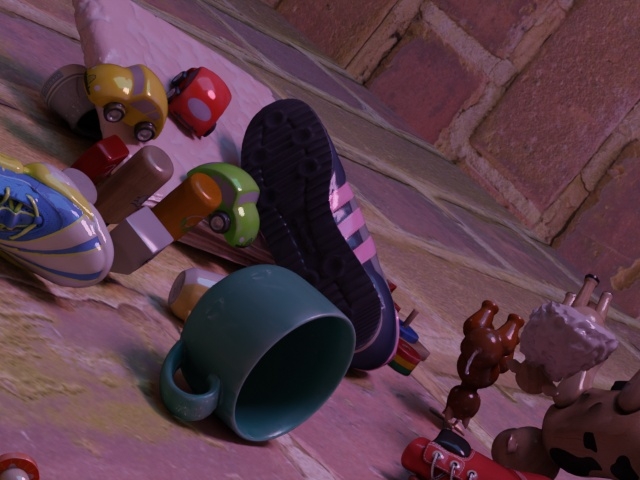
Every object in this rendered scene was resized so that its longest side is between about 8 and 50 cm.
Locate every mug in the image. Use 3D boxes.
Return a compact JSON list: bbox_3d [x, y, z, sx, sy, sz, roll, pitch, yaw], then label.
[{"bbox_3d":[-0.100,0.057,1.481,0.064,0.062,0.078,25,8,-20],"label":"mug"},{"bbox_3d":[-0.058,0.082,1.323,0.097,0.129,0.158,41,11,32],"label":"mug"}]

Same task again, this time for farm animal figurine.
[{"bbox_3d":[0.274,0.212,1.686,0.330,0.172,0.327,38,-26,-10],"label":"farm animal figurine"}]

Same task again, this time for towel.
[{"bbox_3d":[-0.134,-0.107,1.826,0.317,0.053,0.331,28,33,-44],"label":"towel"}]

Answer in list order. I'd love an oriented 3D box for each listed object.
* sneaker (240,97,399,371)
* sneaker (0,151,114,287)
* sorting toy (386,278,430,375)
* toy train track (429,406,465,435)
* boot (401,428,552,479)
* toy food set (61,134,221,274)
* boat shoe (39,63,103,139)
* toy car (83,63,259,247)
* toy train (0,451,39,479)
[{"bbox_3d":[0.000,0.000,1.763,0.131,0.112,0.319,50,21,-60],"label":"sneaker"},{"bbox_3d":[-0.277,-0.029,1.270,0.240,0.091,0.126,38,29,-1],"label":"sneaker"},{"bbox_3d":[0.060,0.068,1.962,0.132,0.046,0.274,25,16,-49],"label":"sorting toy"},{"bbox_3d":[0.141,0.196,1.776,0.048,0.014,0.083,37,12,-3],"label":"toy train track"},{"bbox_3d":[0.148,0.247,1.440,0.176,0.088,0.244,29,12,-5],"label":"boot"},{"bbox_3d":[-0.196,-0.016,1.470,0.111,0.104,0.232,51,29,0],"label":"toy food set"},{"bbox_3d":[-0.224,-0.139,1.873,0.081,0.079,0.227,53,21,24],"label":"boat shoe"},{"bbox_3d":[-0.121,-0.097,1.703,0.225,0.053,0.239,58,24,12],"label":"toy car"},{"bbox_3d":[-0.164,0.157,0.902,0.125,0.046,0.166,44,12,32],"label":"toy train"}]
